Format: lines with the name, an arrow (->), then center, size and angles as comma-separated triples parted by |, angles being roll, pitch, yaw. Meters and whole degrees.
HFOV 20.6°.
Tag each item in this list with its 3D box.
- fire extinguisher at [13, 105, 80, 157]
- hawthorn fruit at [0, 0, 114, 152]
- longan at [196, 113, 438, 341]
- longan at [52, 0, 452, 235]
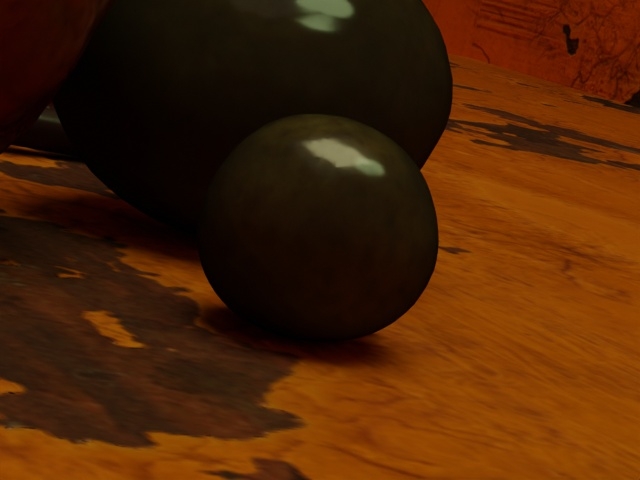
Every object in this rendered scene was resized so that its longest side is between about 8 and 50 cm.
fire extinguisher -> -0.209, -0.075, 1.084 | 0.173, 0.035, 0.049 | 10, 13, -32
hawthorn fruit -> -0.229, -0.151, 0.797 | 0.316, 0.316, 0.316 | 12, 10, -2
longan -> 0.000, 0.000, 0.763 | 0.106, 0.106, 0.119 | 17, -28, 27
longan -> -0.038, -0.088, 0.933 | 0.212, 0.198, 0.198 | 16, 10, 20
